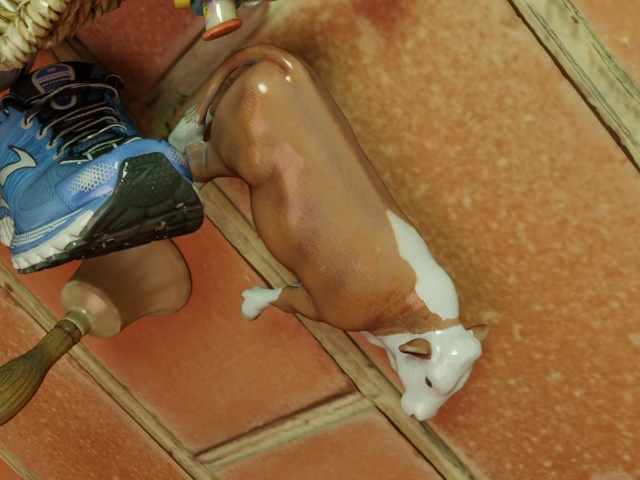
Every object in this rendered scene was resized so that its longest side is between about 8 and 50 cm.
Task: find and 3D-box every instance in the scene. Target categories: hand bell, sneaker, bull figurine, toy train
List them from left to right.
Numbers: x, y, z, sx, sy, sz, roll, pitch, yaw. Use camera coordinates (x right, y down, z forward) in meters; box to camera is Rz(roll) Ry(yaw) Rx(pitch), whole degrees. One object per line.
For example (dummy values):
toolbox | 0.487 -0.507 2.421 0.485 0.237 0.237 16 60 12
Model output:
hand bell | -0.234 0.087 0.728 0.126 0.242 0.126 15 128 20
sneaker | -0.194 -0.063 0.620 0.330 0.130 0.147 8 111 57
toy train | -0.019 -0.160 0.513 0.166 0.125 0.046 -9 90 41
bull figurine | 0.000 0.000 0.628 0.189 0.101 0.310 -14 111 43

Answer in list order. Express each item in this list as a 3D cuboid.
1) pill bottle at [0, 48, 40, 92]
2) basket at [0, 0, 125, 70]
pill bottle | -0.287 -0.151 0.615 0.108 0.193 0.108 14 128 19
basket | -0.201 -0.281 0.454 0.299 0.223 0.213 36 132 2
